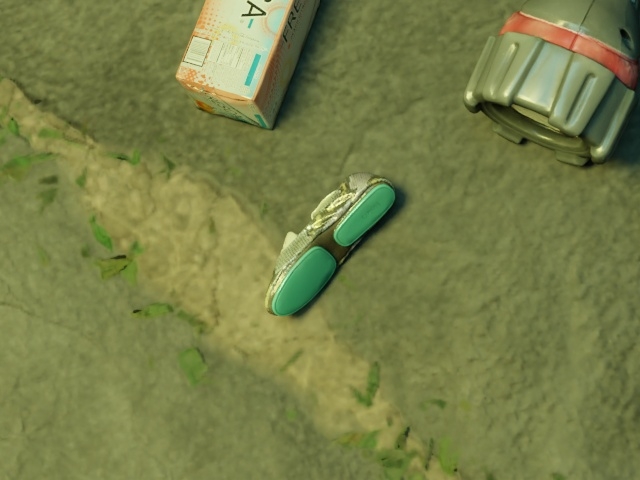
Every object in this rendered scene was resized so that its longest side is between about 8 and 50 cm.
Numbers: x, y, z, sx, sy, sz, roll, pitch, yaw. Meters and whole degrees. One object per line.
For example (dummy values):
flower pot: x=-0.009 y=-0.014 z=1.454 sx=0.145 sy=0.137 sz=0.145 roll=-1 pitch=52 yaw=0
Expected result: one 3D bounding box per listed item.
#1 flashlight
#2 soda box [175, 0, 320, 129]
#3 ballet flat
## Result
flashlight: x=0.196 y=-0.201 z=0.994 sx=0.103 sy=0.103 sz=0.304 roll=20 pitch=82 yaw=49
soda box: x=-0.033 y=-0.170 z=1.052 sx=0.058 sy=0.063 sz=0.183 roll=18 pitch=79 yaw=14
ballet flat: x=0.000 y=0.000 z=1.016 sx=0.041 sy=0.041 sz=0.114 roll=41 pitch=85 yaw=18
